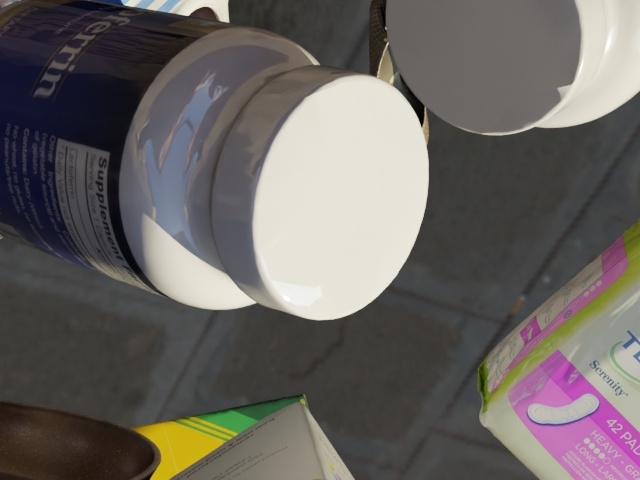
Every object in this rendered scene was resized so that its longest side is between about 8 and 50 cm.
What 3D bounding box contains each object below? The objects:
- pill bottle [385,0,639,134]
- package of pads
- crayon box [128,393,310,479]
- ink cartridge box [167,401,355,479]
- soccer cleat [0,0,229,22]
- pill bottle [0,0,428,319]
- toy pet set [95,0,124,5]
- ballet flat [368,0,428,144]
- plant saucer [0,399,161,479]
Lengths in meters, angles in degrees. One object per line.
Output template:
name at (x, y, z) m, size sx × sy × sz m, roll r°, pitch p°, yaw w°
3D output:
pill bottle at (0.229, -0.235, 1.266) m, size 0.229 × 0.408 × 0.229 m, roll 14°, pitch 118°, yaw 28°
package of pads at (0.267, 0.074, 0.886) m, size 0.296 × 0.101 × 0.229 m, roll -42°, pitch 99°, yaw 17°
crayon box at (-0.106, 0.368, 1.531) m, size 0.313 × 0.362 × 0.106 m, roll -5°, pitch 164°, yaw -47°
ink cartridge box at (0.006, 0.245, 0.784) m, size 0.131 × 0.306 × 0.226 m, roll -32°, pitch 101°, yaw -1°
soccer cleat at (-0.268, -0.313, 1.959) m, size 0.331 × 0.143 × 0.116 m, roll -11°, pitch 174°, yaw -30°
pill bottle at (-0.080, -0.047, 0.789) m, size 0.153 × 0.265 × 0.153 m, roll -18°, pitch 115°, yaw -43°
toy pet set at (-0.257, -0.256, 1.858) m, size 0.065 × 0.114 × 0.122 m, roll -38°, pitch 157°, yaw 17°
ballet flat at (0.101, -0.201, 1.847) m, size 0.084 × 0.058 × 0.249 m, roll -9°, pitch 117°, yaw -12°
plant saucer at (-0.237, 0.121, 0.719) m, size 0.311 × 0.310 × 0.050 m, roll 5°, pitch 92°, yaw -11°
